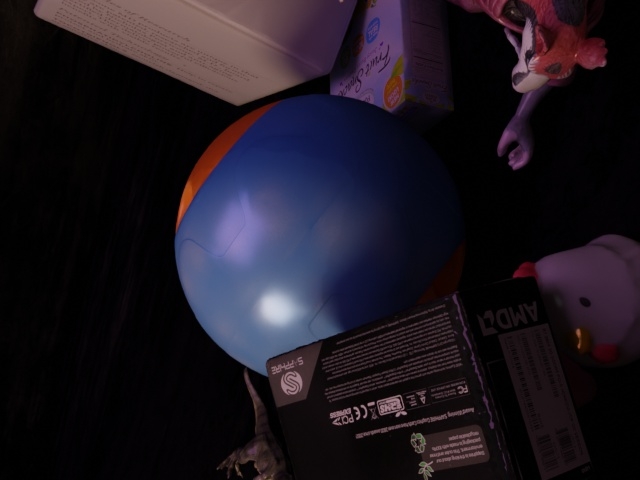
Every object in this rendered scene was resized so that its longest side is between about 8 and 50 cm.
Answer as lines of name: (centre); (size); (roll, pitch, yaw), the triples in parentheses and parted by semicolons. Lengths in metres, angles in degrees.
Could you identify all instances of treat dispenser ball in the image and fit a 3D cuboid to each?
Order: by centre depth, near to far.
treat dispenser ball: (0.000, 0.000, 0.944); (0.288, 0.288, 0.288); (-29, 57, 60)

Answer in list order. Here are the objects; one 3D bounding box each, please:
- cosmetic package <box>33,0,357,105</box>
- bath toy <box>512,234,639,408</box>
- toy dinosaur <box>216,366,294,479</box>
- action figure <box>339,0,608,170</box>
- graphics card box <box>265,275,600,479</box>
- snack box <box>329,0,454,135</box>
cosmetic package: (-0.137, -0.397, 1.205); (0.394, 0.327, 0.329); (3, 71, 69)
bath toy: (0.149, 0.134, 0.777); (0.348, 0.129, 0.151); (-60, 33, 38)
toy dinosaur: (-0.088, 0.306, 1.321); (0.118, 0.064, 0.268); (-63, 28, 22)
action figure: (0.175, -0.251, 0.825); (0.276, 0.248, 0.370); (-42, 38, 16)
graphics card box: (0.099, 0.232, 0.685); (0.233, 0.094, 0.370); (-28, 76, 49)
snack box: (0.076, -0.211, 1.098); (0.174, 0.070, 0.207); (144, 128, -58)
